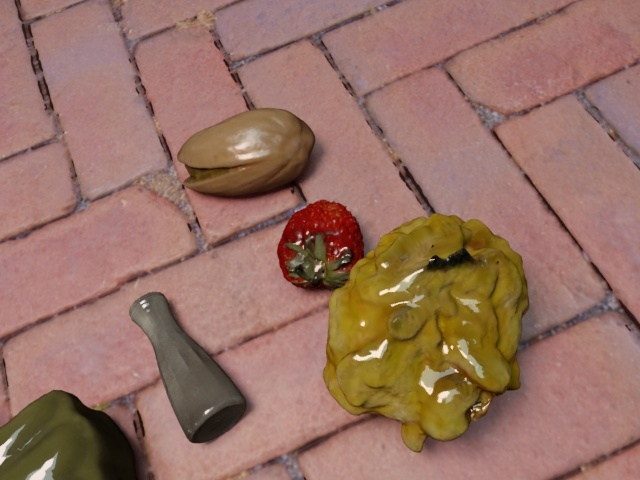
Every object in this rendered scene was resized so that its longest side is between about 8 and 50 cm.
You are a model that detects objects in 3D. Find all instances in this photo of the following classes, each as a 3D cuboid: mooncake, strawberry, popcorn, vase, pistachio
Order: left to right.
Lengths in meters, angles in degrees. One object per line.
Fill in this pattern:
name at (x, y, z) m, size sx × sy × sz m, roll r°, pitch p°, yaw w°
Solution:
mooncake at (-0.386, 0.344, 0.635) m, size 0.350 × 0.187 × 0.352 m, roll -1°, pitch 64°, yaw 3°
vase at (-0.191, 0.164, 0.760) m, size 0.086 × 0.086 × 0.214 m, roll -36°, pitch 61°, yaw -11°
pistachio at (-0.118, -0.137, 0.878) m, size 0.225 × 0.136 × 0.136 m, roll -12°, pitch 63°, yaw 9°
strawberry at (0.001, 0.007, 0.803) m, size 0.131 × 0.148 × 0.131 m, roll 1°, pitch 106°, yaw 4°
popcorn at (0.131, 0.106, 0.680) m, size 0.286 × 0.215 × 0.252 m, roll -38°, pitch 98°, yaw -10°
